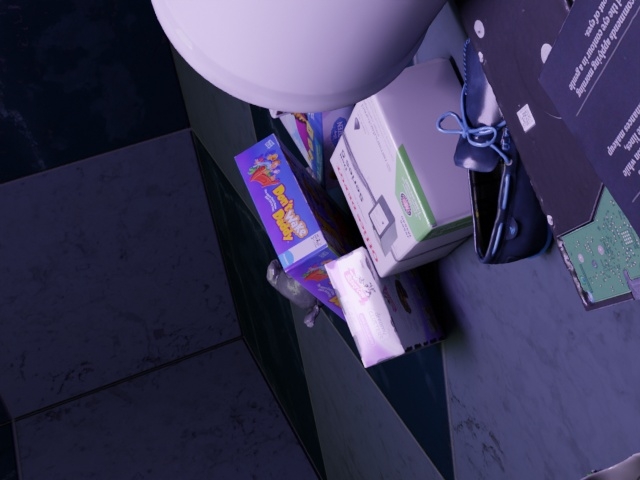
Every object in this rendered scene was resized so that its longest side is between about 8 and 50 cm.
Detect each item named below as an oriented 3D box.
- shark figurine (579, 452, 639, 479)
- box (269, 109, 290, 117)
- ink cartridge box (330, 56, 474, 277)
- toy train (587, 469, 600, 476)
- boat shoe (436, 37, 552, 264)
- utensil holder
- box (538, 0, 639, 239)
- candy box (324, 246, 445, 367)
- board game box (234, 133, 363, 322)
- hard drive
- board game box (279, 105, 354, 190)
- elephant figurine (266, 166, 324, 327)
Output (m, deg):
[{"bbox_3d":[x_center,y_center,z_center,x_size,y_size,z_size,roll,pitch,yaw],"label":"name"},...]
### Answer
[{"bbox_3d":[0.363,0.353,0.889,0.116,0.166,0.278,-17,74,51],"label":"shark figurine"},{"bbox_3d":[0.004,-0.277,1.184,0.182,0.181,0.119,116,132,-70],"label":"box"},{"bbox_3d":[0.118,-0.083,1.141,0.273,0.114,0.198,120,129,-72],"label":"ink cartridge box"},{"bbox_3d":[0.339,0.310,1.022,0.024,0.017,0.083,85,163,-74],"label":"toy train"},{"bbox_3d":[0.187,-0.091,0.922,0.109,0.089,0.258,-154,47,-71],"label":"boat shoe"},{"bbox_3d":[0.013,-0.339,0.796,0.385,0.327,0.328,137,113,-71],"label":"utensil holder"},{"bbox_3d":[0.288,-0.076,0.371,0.343,0.178,0.313,100,149,-64],"label":"box"},{"bbox_3d":[0.102,0.095,1.321,0.196,0.070,0.165,1,-114,-64],"label":"candy box"},{"bbox_3d":[0.000,0.000,1.479,0.233,0.078,0.347,65,-170,29],"label":"board game box"},{"bbox_3d":[0.239,-0.119,0.742,0.237,0.064,0.339,128,123,-74],"label":"hard drive"},{"bbox_3d":[-0.033,-0.307,1.529,0.319,0.065,0.318,86,159,-47],"label":"board game box"},{"bbox_3d":[-0.019,0.009,1.750,0.186,0.169,0.239,33,133,21],"label":"elephant figurine"}]
